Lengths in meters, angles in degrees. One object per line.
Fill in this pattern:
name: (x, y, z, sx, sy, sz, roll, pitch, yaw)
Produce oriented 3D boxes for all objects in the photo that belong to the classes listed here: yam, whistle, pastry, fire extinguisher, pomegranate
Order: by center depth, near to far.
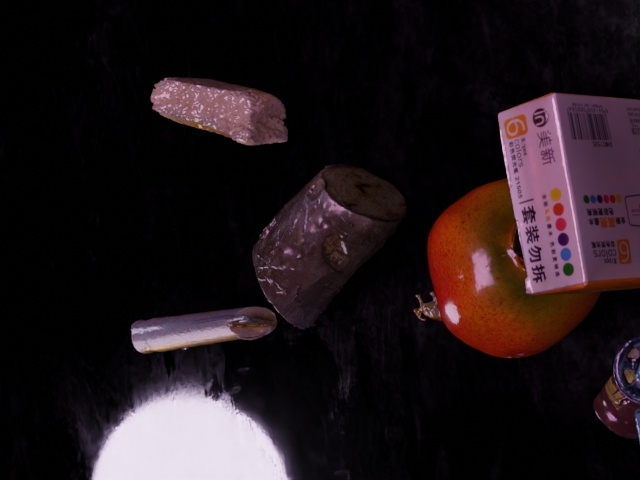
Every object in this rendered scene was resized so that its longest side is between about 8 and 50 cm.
fire extinguisher: (0.434, 0.129, 1.623, 0.252, 0.106, 0.075, -60, 14, 28)
pomegranate: (0.245, 0.030, 1.683, 0.257, 0.220, 0.221, 134, 125, -74)
yam: (0.000, 0.000, 2.003, 0.254, 0.154, 0.154, -51, 57, 36)
pastry: (-0.157, -0.206, 2.171, 0.258, 0.121, 0.089, 16, 108, 44)
whistle: (-0.200, 0.148, 2.269, 0.326, 0.068, 0.057, -11, 75, 47)

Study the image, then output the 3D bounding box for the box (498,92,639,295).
box: (0.336, -0.051, 1.561, 0.091, 0.273, 0.221, -17, 77, 48)

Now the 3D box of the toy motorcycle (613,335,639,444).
toy motorcycle: (0.445, 0.227, 1.541, 0.206, 0.154, 0.260, -8, 87, 15)

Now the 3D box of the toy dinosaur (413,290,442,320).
toy dinosaur: (0.164, 0.093, 1.915, 0.113, 0.026, 0.041, -3, 96, 55)
